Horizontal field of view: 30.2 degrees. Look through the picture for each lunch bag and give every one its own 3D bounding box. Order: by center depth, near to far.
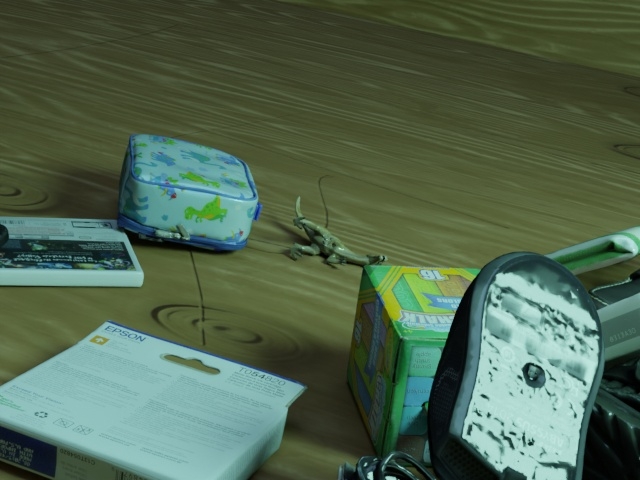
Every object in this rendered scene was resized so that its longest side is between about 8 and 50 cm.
[{"bbox_3d":[-0.170,-0.063,1.532,0.176,0.090,0.219,10,19,-14],"label":"lunch bag"}]

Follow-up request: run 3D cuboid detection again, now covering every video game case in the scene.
[{"bbox_3d":[-0.316,0.012,1.387,0.190,0.022,0.173,2,21,-20],"label":"video game case"}]

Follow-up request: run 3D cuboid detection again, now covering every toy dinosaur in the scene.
[{"bbox_3d":[0.000,0.000,1.527,0.183,0.053,0.092,34,16,36],"label":"toy dinosaur"}]

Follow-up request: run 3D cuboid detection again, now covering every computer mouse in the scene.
[{"bbox_3d":[0.125,0.127,0.862,0.188,0.072,0.272,31,54,-8],"label":"computer mouse"}]

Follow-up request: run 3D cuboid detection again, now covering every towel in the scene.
[{"bbox_3d":[0.375,0.011,1.467,0.325,0.038,0.248,-11,-9,-43],"label":"towel"}]

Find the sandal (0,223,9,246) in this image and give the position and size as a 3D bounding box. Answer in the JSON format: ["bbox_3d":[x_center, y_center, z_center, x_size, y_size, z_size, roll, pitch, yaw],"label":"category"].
[{"bbox_3d":[-0.439,-0.002,1.337,0.179,0.040,0.067,9,33,9],"label":"sandal"}]

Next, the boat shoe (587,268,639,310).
[{"bbox_3d":[0.436,0.056,1.461,0.285,0.092,0.103,-3,23,-29],"label":"boat shoe"}]

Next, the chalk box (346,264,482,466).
[{"bbox_3d":[0.113,0.122,1.095,0.132,0.132,0.213,3,21,-13],"label":"chalk box"}]

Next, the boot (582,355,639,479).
[{"bbox_3d":[0.327,0.206,0.963,0.260,0.131,0.348,5,29,-47],"label":"boot"}]

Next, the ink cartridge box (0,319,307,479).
[{"bbox_3d":[-0.153,0.153,1.032,0.223,0.045,0.224,16,20,18],"label":"ink cartridge box"}]

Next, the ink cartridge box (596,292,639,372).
[{"bbox_3d":[0.319,0.092,1.195,0.224,0.056,0.181,-7,-17,-47],"label":"ink cartridge box"}]
